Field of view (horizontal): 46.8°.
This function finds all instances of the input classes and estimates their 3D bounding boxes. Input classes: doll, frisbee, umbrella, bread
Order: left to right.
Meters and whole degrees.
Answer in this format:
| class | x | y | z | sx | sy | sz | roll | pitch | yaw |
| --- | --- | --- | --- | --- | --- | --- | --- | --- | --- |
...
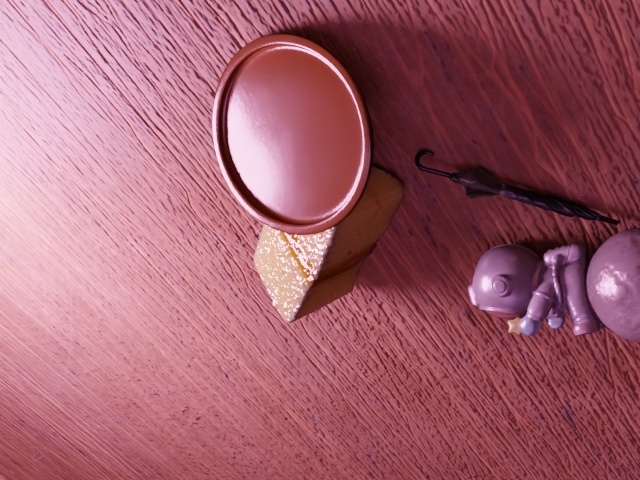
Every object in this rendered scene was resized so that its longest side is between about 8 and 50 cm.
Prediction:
| class | x | y | z | sx | sy | sz | roll | pitch | yaw |
| --- | --- | --- | --- | --- | --- | --- | --- | --- | --- |
| frisbee | -0.039 | -0.128 | 0.919 | 0.251 | 0.021 | 0.250 | 13 | 114 | 32 |
| bread | 0.000 | 0.000 | 1.051 | 0.178 | 0.141 | 0.266 | 10 | 139 | -9 |
| umbrella | 0.245 | -0.054 | 0.941 | 0.269 | 0.044 | 0.044 | 20 | 167 | 4 |
| doll | 0.328 | 0.056 | 0.952 | 0.287 | 0.151 | 0.151 | -1 | 132 | 32 |
